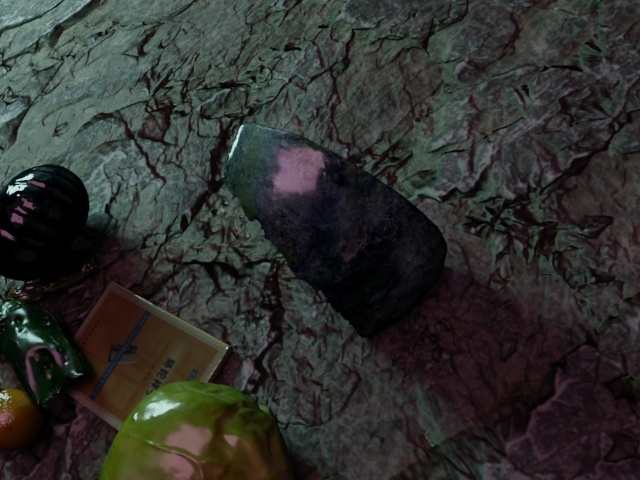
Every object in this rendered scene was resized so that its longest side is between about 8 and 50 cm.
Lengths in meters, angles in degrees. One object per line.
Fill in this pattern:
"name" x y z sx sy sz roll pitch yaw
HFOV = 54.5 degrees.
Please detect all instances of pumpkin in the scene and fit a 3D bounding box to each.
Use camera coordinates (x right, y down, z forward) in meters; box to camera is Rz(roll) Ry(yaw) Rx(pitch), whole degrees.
"pumpkin" -0.433 -0.027 0.947 0.150 0.194 0.194 42 82 3

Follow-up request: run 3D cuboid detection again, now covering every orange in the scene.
"orange" -0.426 0.246 0.858 0.085 0.085 0.085 -8 62 15

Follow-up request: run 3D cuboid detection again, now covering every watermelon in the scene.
"watermelon" 0.000 0.000 0.760 0.148 0.318 0.226 -60 21 -10

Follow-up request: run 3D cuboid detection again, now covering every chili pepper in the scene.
"chili pepper" -0.412 0.154 0.895 0.224 0.061 0.098 27 69 37

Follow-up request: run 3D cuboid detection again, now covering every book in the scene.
"book" -0.259 0.173 0.872 0.242 0.018 0.170 22 73 27

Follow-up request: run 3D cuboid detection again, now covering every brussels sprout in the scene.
"brussels sprout" -0.142 0.266 0.701 0.223 0.161 0.223 -10 54 13

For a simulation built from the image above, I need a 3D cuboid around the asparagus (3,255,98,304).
"asparagus" -0.426 0.069 0.976 0.165 0.030 0.036 -22 83 4
